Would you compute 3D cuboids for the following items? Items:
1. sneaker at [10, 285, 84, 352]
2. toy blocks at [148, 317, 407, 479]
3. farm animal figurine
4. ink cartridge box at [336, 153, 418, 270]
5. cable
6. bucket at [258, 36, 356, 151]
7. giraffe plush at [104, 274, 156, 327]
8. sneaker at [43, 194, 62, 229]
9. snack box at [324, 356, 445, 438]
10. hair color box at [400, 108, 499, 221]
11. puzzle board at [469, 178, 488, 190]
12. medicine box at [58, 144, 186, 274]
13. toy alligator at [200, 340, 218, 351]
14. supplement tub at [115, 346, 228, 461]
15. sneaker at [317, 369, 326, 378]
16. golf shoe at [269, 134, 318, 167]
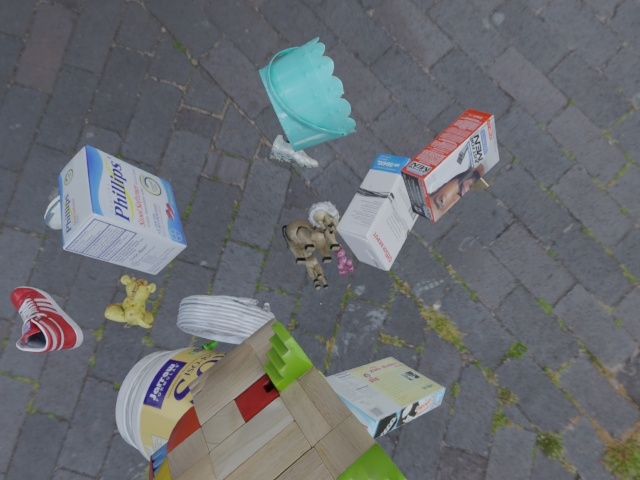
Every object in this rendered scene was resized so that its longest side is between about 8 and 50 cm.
[{"bbox_3d":[-0.357,0.096,0.615,0.118,0.067,0.042,33,97,13],"label":"sneaker"},{"bbox_3d":[-0.084,0.254,0.551,0.260,0.381,0.191,-38,116,-11],"label":"toy blocks"},{"bbox_3d":[0.000,0.000,1.660,0.330,0.326,0.172,-44,53,27],"label":"farm animal figurine"},{"bbox_3d":[0.137,-0.060,1.073,0.085,0.148,0.203,19,70,36],"label":"ink cartridge box"},{"bbox_3d":[-0.237,0.210,1.279,0.256,0.257,0.089,5,70,12],"label":"cable"},{"bbox_3d":[-0.037,-0.387,1.351,0.183,0.281,0.281,-24,83,3],"label":"bucket"},{"bbox_3d":[-0.692,0.220,1.852,0.181,0.210,0.171,15,88,-25],"label":"giraffe plush"},{"bbox_3d":[-0.834,-0.123,1.755,0.283,0.110,0.122,-36,45,-18],"label":"sneaker"},{"bbox_3d":[0.159,0.391,1.274,0.187,0.321,0.060,25,107,39],"label":"snack box"},{"bbox_3d":[0.208,-0.120,0.786,0.167,0.093,0.053,-42,44,-15],"label":"hair color box"},{"bbox_3d":[0.368,-0.167,1.290,0.096,0.128,0.011,42,78,-12],"label":"puzzle board"},{"bbox_3d":[-0.552,-0.078,1.385,0.149,0.289,0.264,-38,54,20],"label":"medicine box"},{"bbox_3d":[-0.442,0.442,1.869,0.051,0.056,0.190,17,112,-32],"label":"toy alligator"},{"bbox_3d":[-0.210,0.340,0.976,0.331,0.241,0.241,1,82,31],"label":"supplement tub"},{"bbox_3d":[-0.104,0.523,1.861,0.299,0.121,0.111,5,72,26],"label":"sneaker"},{"bbox_3d":[-0.071,-0.274,1.538,0.176,0.069,0.086,12,91,-42],"label":"golf shoe"}]
